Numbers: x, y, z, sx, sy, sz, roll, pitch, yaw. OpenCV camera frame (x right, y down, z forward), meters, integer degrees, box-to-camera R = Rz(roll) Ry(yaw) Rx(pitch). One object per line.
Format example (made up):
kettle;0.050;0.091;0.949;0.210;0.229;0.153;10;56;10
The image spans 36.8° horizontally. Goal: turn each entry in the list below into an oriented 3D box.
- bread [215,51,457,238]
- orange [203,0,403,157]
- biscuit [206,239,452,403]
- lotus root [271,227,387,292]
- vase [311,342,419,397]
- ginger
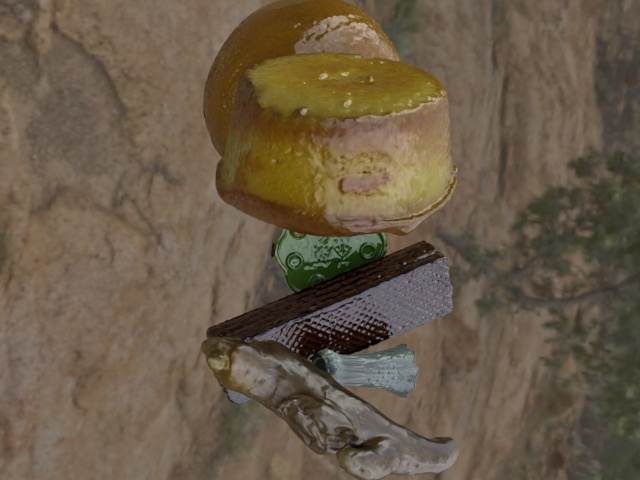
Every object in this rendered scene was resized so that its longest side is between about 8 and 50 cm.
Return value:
bread;0.021;-0.102;0.987;0.268;0.268;0.145;-38;136;-49
orange;-0.020;-0.188;1.271;0.274;0.274;0.274;-32;128;-52
biscuit;0.017;0.118;1.424;0.388;0.073;0.107;-22;123;-18
lotus root;0.000;0.000;1.564;0.186;0.186;0.186;-32;128;-52
vase;0.060;0.189;1.394;0.149;0.081;0.081;5;99;-31
ginger;0.005;0.208;1.147;0.080;0.333;0.166;-58;176;23
